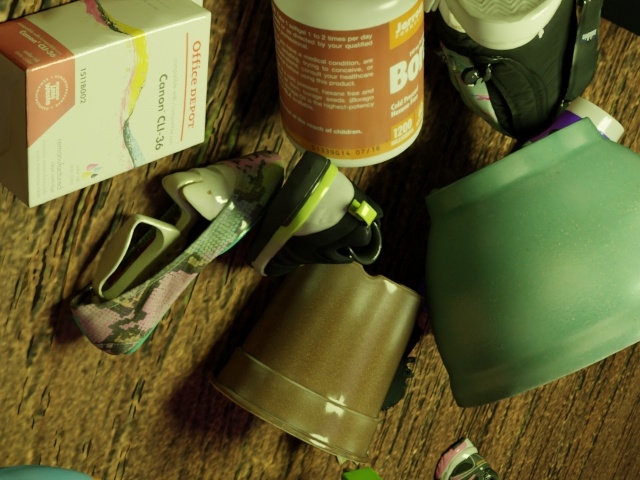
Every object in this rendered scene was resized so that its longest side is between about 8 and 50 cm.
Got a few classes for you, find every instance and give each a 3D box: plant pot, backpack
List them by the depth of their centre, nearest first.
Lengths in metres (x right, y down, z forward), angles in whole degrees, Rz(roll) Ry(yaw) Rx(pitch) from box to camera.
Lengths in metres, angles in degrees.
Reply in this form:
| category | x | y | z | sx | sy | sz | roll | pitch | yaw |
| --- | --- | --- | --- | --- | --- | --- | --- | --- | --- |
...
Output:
| category | x | y | z | sx | sy | sz | roll | pitch | yaw |
| --- | --- | --- | --- | --- | --- | --- | --- | --- | --- |
| backpack | 0.181 | -0.180 | 1.384 | 0.152 | 0.115 | 0.182 | -34 | 147 | -5 |
| plant pot | 0.009 | 0.098 | 1.397 | 0.167 | 0.167 | 0.165 | 29 | 90 | -57 |
| plant pot | 0.216 | 0.005 | 1.403 | 0.293 | 0.196 | 0.293 | -27 | 180 | 0 |

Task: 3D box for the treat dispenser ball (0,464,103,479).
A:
| category | x | y | z | sx | sy | sz | roll | pitch | yaw |
| --- | --- | --- | --- | --- | --- | --- | --- | --- | --- |
| treat dispenser ball | -0.230 | 0.322 | 1.176 | 0.288 | 0.288 | 0.288 | -32 | 141 | -30 |

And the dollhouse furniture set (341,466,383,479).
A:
| category | x | y | z | sx | sy | sz | roll | pitch | yaw |
| --- | --- | --- | --- | --- | --- | --- | --- | --- | --- |
| dollhouse furniture set | -0.080 | 0.351 | 1.537 | 0.302 | 0.151 | 0.197 | -11 | 97 | -16 |

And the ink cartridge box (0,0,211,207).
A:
| category | x | y | z | sx | sy | sz | roll | pitch | yaw |
| --- | --- | --- | --- | --- | --- | --- | --- | --- | --- |
| ink cartridge box | -0.146 | -0.115 | 1.083 | 0.198 | 0.067 | 0.115 | -26 | 137 | -36 |

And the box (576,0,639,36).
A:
| category | x | y | z | sx | sy | sz | roll | pitch | yaw |
| --- | --- | --- | --- | --- | --- | --- | --- | --- | --- |
| box | 0.488 | -0.286 | 1.456 | 0.312 | 0.343 | 0.179 | -28 | 138 | -32 |

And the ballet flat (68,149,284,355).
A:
| category | x | y | z | sx | sy | sz | roll | pitch | yaw |
| --- | --- | --- | --- | --- | --- | --- | --- | --- | --- |
| ballet flat | -0.120 | -0.005 | 1.223 | 0.221 | 0.077 | 0.079 | -48 | 127 | -8 |

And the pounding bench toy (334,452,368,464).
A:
| category | x | y | z | sx | sy | sz | roll | pitch | yaw |
| --- | --- | --- | --- | --- | --- | --- | --- | --- | --- |
| pounding bench toy | 0.015 | 0.196 | 1.567 | 0.052 | 0.065 | 0.083 | -41 | 145 | -20 |

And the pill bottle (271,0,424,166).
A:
| category | x | y | z | sx | sy | sz | roll | pitch | yaw |
| --- | --- | --- | --- | --- | --- | --- | --- | --- | --- |
| pill bottle | 0.022 | -0.173 | 1.188 | 0.121 | 0.121 | 0.216 | -34 | 143 | -27 |

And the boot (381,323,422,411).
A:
| category | x | y | z | sx | sy | sz | roll | pitch | yaw |
| --- | --- | --- | --- | --- | --- | --- | --- | --- | --- |
| boot | 0.057 | 0.141 | 1.591 | 0.121 | 0.045 | 0.099 | -18 | 136 | -43 |

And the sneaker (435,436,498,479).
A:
| category | x | y | z | sx | sy | sz | roll | pitch | yaw |
| --- | --- | --- | --- | --- | --- | --- | --- | --- | --- |
| sneaker | 0.179 | 0.340 | 1.890 | 0.072 | 0.077 | 0.178 | -26 | 139 | -34 |

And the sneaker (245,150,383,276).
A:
| category | x | y | z | sx | sy | sz | roll | pitch | yaw |
| --- | --- | --- | --- | --- | --- | --- | --- | --- | --- |
| sneaker | 0.000 | 0.000 | 1.266 | 0.084 | 0.097 | 0.234 | -58 | 180 | -13 |

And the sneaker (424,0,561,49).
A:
| category | x | y | z | sx | sy | sz | roll | pitch | yaw |
| --- | --- | --- | --- | --- | --- | --- | --- | --- | --- |
| sneaker | 0.133 | -0.214 | 1.176 | 0.108 | 0.292 | 0.169 | -2 | 138 | 0 |

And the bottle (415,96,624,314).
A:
| category | x | y | z | sx | sy | sz | roll | pitch | yaw |
| --- | --- | --- | --- | --- | --- | --- | --- | --- | --- |
| bottle | 0.215 | -0.022 | 1.590 | 0.283 | 0.092 | 0.118 | -55 | 152 | 2 |
